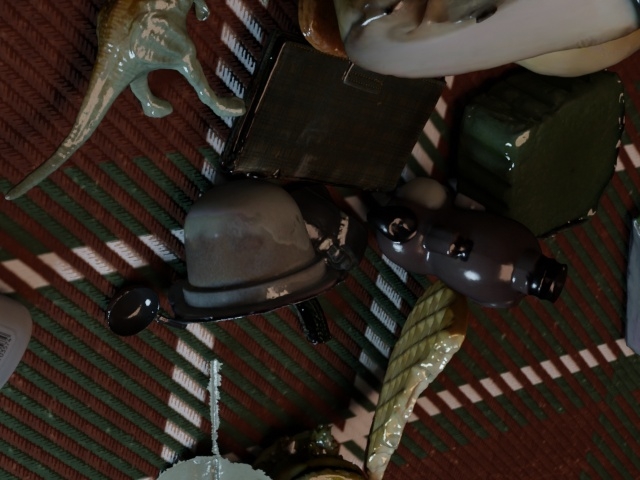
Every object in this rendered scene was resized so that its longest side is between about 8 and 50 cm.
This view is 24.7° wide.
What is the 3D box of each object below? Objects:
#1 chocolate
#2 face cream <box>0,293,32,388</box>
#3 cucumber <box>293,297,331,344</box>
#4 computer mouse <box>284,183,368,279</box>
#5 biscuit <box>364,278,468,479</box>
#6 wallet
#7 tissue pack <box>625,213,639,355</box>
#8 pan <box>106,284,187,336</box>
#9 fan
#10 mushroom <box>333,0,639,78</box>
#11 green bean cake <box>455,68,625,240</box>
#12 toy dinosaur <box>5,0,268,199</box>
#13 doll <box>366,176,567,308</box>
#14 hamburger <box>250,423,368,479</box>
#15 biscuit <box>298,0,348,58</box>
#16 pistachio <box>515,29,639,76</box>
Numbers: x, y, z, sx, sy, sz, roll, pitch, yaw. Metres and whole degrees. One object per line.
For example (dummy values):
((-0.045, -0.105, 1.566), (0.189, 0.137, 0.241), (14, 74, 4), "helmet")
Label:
((-0.088, 0.005, 1.669), (0.221, 0.221, 0.147), (-17, 94, -30), "chocolate")
((-0.434, 0.087, 1.489), (0.291, 0.071, 0.144), (26, 101, -48), "face cream")
((-0.015, 0.087, 1.867), (0.034, 0.033, 0.135), (-36, 137, -18), "cucumber")
((0.000, 0.000, 1.794), (0.106, 0.062, 0.192), (-47, 137, -1), "computer mouse")
((0.123, 0.161, 1.934), (0.040, 0.204, 0.309), (20, 130, -6), "biscuit")
((0.018, -0.141, 1.685), (0.317, 0.044, 0.169), (4, 113, -52), "wallet")
((0.662, 0.006, 2.306), (0.394, 0.124, 0.288), (-27, 135, -22), "tissue pack")
((-0.205, 0.084, 1.713), (0.115, 0.023, 0.068), (22, 104, -44), "pan")
((-0.134, 0.296, 1.883), (0.190, 0.009, 0.329), (1, 113, 3), "fan")
((0.160, -0.385, 1.527), (0.313, 0.397, 0.224), (-14, 159, 19), "mushroom")
((0.288, -0.113, 1.907), (0.227, 0.125, 0.222), (-24, 130, -28), "green bean cake")
((-0.178, -0.181, 1.489), (0.393, 0.092, 0.205), (-37, 138, -11), "toy dinosaur")
((0.173, 0.005, 1.810), (0.117, 0.257, 0.182), (-63, 155, 1), "doll")
((-0.021, 0.325, 1.976), (0.159, 0.131, 0.185), (11, 114, -27), "hamburger")
((0.010, -0.293, 1.552), (0.186, 0.036, 0.192), (-1, 98, -54), "biscuit")
((0.294, -0.303, 1.701), (0.321, 0.229, 0.238), (-20, 164, -35), "pistachio")
